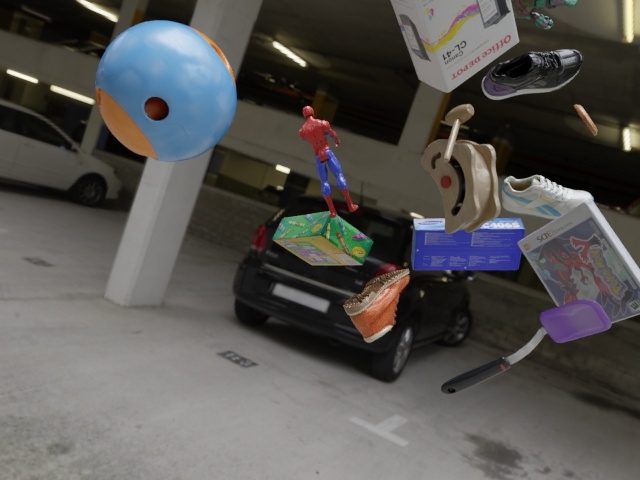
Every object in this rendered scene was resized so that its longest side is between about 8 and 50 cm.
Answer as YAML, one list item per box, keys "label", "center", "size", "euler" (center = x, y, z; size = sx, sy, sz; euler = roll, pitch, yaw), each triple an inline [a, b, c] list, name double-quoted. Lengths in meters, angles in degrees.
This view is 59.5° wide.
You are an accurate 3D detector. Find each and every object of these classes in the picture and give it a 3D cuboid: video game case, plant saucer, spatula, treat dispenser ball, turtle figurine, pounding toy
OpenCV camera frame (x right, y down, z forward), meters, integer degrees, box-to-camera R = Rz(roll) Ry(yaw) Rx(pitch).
- label: "video game case"
  center: [0.458, 0.053, 0.979]
  size: [0.023, 0.201, 0.183]
  euler: [-24, -13, -26]
- label: "plant saucer"
  center: [0.596, -0.271, 1.256]
  size: [0.083, 0.013, 0.083]
  euler: [40, 30, -28]
- label: "spatula"
  center: [0.331, 0.185, 0.937]
  size: [0.084, 0.296, 0.030]
  euler: [50, 14, -25]
- label: "treat dispenser ball"
  center: [-0.322, -0.311, 1.184]
  size: [0.288, 0.288, 0.288]
  euler: [19, 6, -2]
- label: "turtle figurine"
  center: [0.557, -0.630, 1.466]
  size: [0.175, 0.118, 0.234]
  euler: [63, -17, -13]
- label: "pounding toy"
  center: [0.277, -0.148, 1.225]
  size: [0.155, 0.269, 0.154]
  euler: [-5, -1, -32]

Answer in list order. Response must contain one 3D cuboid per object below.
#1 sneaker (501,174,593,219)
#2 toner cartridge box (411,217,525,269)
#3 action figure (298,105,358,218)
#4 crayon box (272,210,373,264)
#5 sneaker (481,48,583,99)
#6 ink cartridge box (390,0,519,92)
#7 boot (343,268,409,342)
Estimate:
- label: "sneaker"
  center: [0.595, -0.118, 1.480]
  size: [0.229, 0.087, 0.092]
  euler: [6, -44, 28]
- label: "toner cartridge box"
  center: [0.481, 0.013, 1.853]
  size: [0.348, 0.165, 0.075]
  euler: [0, 32, 4]
- label: "action figure"
  center: [0.015, -0.209, 1.436]
  size: [0.092, 0.280, 0.139]
  euler: [-18, 12, 11]
- label: "crayon box"
  center: [0.000, 0.000, 1.633]
  size: [0.165, 0.081, 0.278]
  euler: [34, -20, -27]
- label: "sneaker"
  center: [0.596, -0.467, 1.537]
  size: [0.283, 0.107, 0.124]
  euler: [-18, -9, 1]
- label: "ink cartridge box"
  center: [0.295, -0.529, 1.257]
  size: [0.306, 0.226, 0.131]
  euler: [56, -2, -40]
- label: "boot"
  center: [0.111, 0.110, 0.979]
  size: [0.158, 0.084, 0.059]
  euler: [-35, 12, -36]
